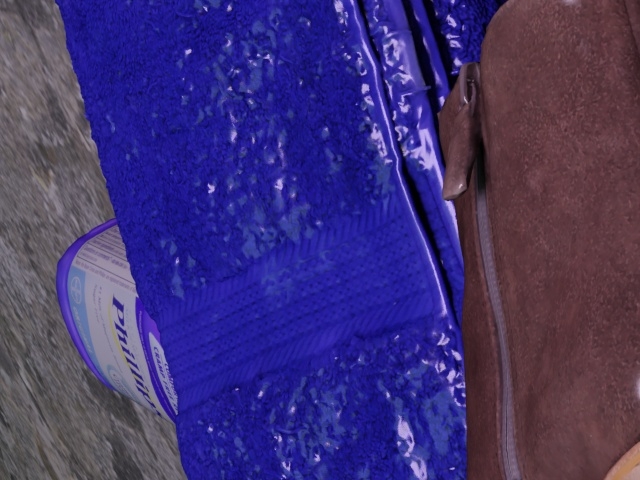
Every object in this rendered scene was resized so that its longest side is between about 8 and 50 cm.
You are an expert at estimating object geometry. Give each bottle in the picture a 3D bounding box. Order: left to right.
[{"bbox_3d":[-0.061,0.061,1.137,0.283,0.092,0.118,21,136,58],"label":"bottle"}]

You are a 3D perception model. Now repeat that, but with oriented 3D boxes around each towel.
[{"bbox_3d":[0.000,0.000,0.743,0.228,0.076,0.308,-24,79,41],"label":"towel"}]

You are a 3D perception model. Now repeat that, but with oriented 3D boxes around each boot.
[{"bbox_3d":[0.076,0.058,0.583,0.248,0.090,0.206,120,140,-62],"label":"boot"}]
